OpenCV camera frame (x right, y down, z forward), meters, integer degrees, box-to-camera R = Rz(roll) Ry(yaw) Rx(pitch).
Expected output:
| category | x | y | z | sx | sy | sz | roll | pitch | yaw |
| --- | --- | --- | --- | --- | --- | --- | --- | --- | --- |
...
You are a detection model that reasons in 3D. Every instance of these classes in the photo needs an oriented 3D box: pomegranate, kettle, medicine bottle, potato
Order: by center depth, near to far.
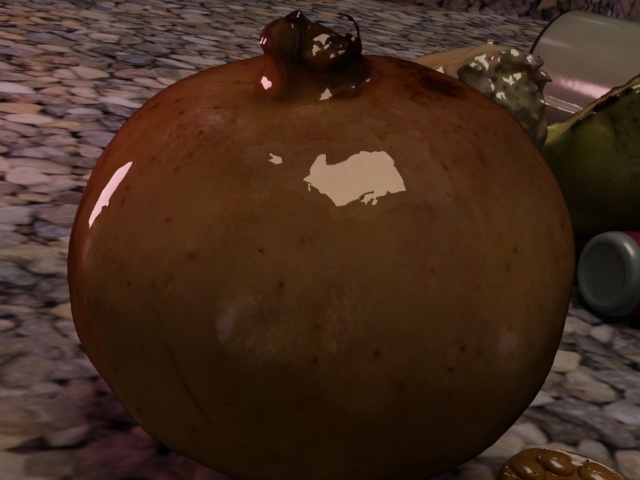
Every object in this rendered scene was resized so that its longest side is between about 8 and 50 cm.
| category | x | y | z | sx | sy | sz | roll | pitch | yaw |
| --- | --- | --- | --- | --- | --- | --- | --- | --- | --- |
| pomegranate | 0.000 | 0.000 | 0.735 | 0.338 | 0.338 | 0.338 | 10 | 21 | -4 |
| medicine bottle | 0.385 | 0.035 | 1.174 | 0.216 | 0.090 | 0.090 | 0 | 24 | -28 |
| potato | 0.339 | -0.055 | 1.256 | 0.280 | 0.213 | 0.330 | -32 | -1 | -31 |
| kettle | 0.471 | -0.178 | 1.636 | 0.361 | 0.250 | 0.376 | -37 | 43 | -26 |

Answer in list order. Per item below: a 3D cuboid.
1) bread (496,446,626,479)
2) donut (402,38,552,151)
| category | x | y | z | sx | sy | sz | roll | pitch | yaw |
| --- | --- | --- | --- | --- | --- | --- | --- | --- | --- |
| bread | 0.178 | 0.182 | 0.776 | 0.110 | 0.024 | 0.110 | 12 | 20 | -4 |
| donut | 0.048 | -0.075 | 1.089 | 0.307 | 0.150 | 0.371 | -2 | 24 | 33 |
